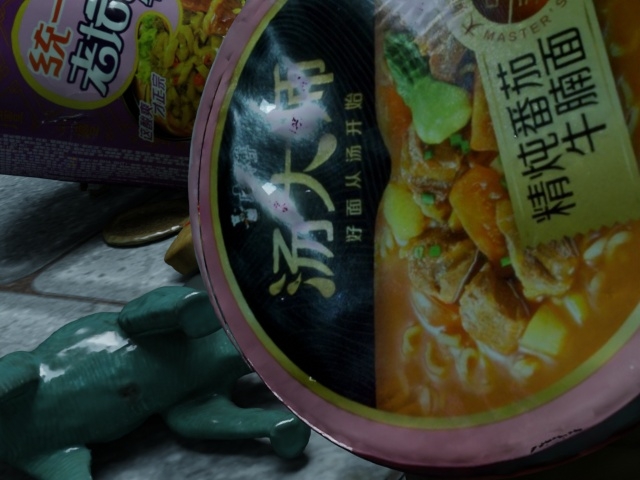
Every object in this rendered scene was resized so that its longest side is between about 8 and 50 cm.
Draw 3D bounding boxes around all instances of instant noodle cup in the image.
[{"bbox_3d":[0.105,-0.019,0.434,0.244,0.244,0.255,2,-3,32],"label":"instant noodle cup"},{"bbox_3d":[-0.234,-0.203,0.955,0.266,0.339,0.340,12,21,-12],"label":"instant noodle cup"}]

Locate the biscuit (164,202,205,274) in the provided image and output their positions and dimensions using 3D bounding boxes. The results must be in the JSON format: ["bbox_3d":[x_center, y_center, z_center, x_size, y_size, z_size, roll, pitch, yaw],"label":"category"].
[{"bbox_3d":[-0.067,-0.063,0.847,0.212,0.041,0.238,-46,12,4],"label":"biscuit"}]

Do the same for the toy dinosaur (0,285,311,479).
[{"bbox_3d":[-0.151,0.078,0.630,0.383,0.129,0.331,-21,16,-17],"label":"toy dinosaur"}]

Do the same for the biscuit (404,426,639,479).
[{"bbox_3d":[0.169,0.104,0.343,0.291,0.062,0.237,-9,1,12],"label":"biscuit"}]

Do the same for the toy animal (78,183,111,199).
[{"bbox_3d":[-0.279,-0.105,1.114,0.086,0.069,0.219,-2,27,3],"label":"toy animal"}]

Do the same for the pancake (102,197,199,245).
[{"bbox_3d":[-0.180,-0.021,0.944,0.115,0.011,0.115,-10,24,4],"label":"pancake"}]

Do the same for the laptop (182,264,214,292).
[{"bbox_3d":[0.000,0.000,0.792,0.188,0.015,0.269,0,28,29],"label":"laptop"}]
